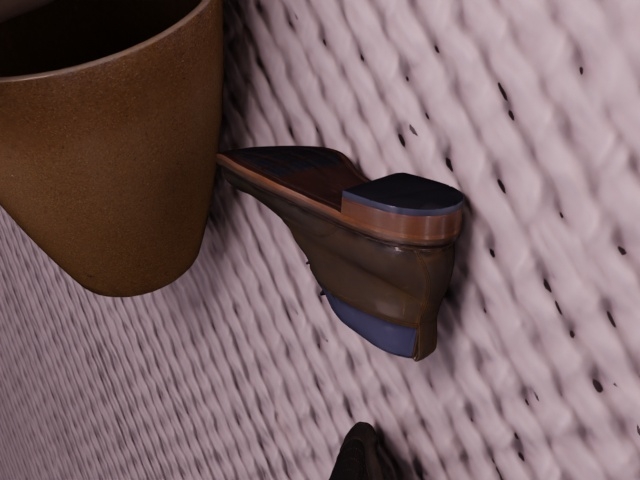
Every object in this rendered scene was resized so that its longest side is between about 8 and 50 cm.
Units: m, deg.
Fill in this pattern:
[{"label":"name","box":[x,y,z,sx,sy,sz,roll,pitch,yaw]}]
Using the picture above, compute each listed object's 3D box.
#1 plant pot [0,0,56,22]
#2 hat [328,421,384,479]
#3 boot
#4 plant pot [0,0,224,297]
[{"label":"plant pot","box":[-0.181,-0.282,0.558,0.323,0.280,0.323,28,126,46]},{"label":"hat","box":[0.026,0.304,0.627,0.134,0.331,0.331,22,133,2]},{"label":"boot","box":[0.000,0.000,0.605,0.219,0.082,0.106,23,120,47]},{"label":"plant pot","box":[-0.177,-0.085,0.725,0.237,0.237,0.254,41,150,39]}]
